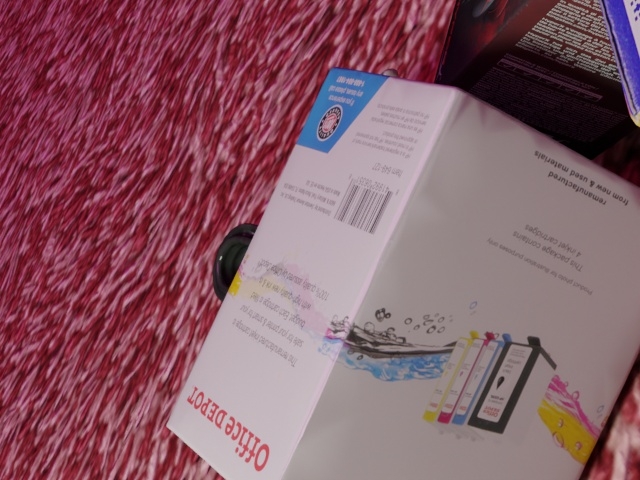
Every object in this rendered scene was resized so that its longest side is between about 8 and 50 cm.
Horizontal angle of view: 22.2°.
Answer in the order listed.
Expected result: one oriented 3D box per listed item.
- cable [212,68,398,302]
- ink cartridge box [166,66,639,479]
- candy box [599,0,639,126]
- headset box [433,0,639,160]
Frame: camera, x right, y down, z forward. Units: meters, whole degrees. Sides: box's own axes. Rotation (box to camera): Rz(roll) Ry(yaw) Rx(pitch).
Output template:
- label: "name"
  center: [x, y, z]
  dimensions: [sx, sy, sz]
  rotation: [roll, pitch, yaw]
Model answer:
- label: "cable"
  center: [0.000, 0.000, 1.222]
  dimensions: [0.287, 0.072, 0.140]
  rotation: [129, 137, -54]
- label: "ink cartridge box"
  center: [0.055, 0.048, 0.894]
  dimensions: [0.233, 0.168, 0.171]
  rotation: [-65, 24, 0]
- label: "candy box"
  center: [0.281, -0.107, 0.475]
  dimensions: [0.317, 0.268, 0.122]
  rotation: [-47, 26, 34]
- label: "headset box"
  center: [0.169, -0.190, 0.836]
  dimensions: [0.293, 0.110, 0.218]
  rotation: [137, 150, -73]
